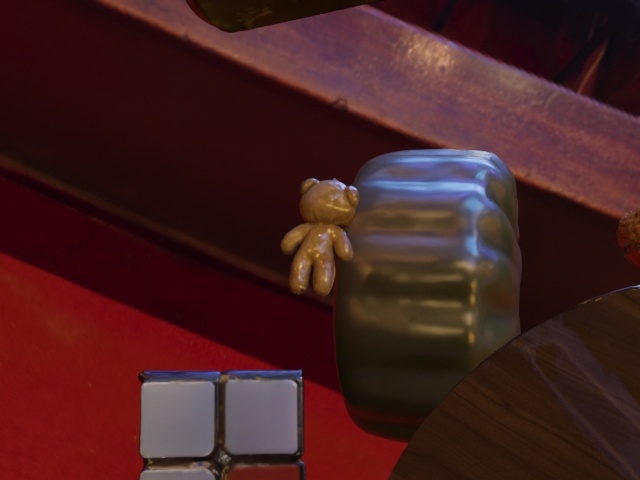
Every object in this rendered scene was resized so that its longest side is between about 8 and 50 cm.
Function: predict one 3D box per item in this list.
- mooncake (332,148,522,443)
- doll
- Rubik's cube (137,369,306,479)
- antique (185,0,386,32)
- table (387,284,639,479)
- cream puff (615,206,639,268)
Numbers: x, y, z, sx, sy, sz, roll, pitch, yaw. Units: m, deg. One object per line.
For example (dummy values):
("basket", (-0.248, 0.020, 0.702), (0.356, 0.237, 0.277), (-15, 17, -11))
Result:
("mooncake", (0.138, 0.063, 1.028), (0.188, 0.351, 0.351), (3, 69, 18))
("doll", (-0.002, -0.005, 0.713), (0.062, 0.051, 0.093), (6, 48, 20))
("Rubik's cube", (-0.106, 0.231, 0.942), (0.167, 0.183, 0.180), (0, 76, -7))
("antique", (0.007, -0.211, 0.606), (0.221, 0.081, 0.080), (-15, 63, -14))
("table", (0.247, 0.165, 0.705), (0.318, 0.249, 0.317), (4, 98, 27))
("cream puff", (0.441, -0.029, 0.989), (0.183, 0.183, 0.168), (29, 84, -1))
